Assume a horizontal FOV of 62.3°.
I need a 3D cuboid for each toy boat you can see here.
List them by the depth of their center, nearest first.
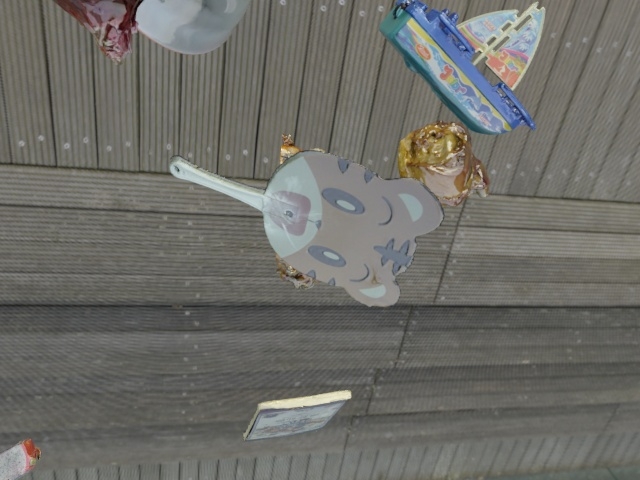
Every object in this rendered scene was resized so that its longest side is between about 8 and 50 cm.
[{"bbox_3d":[0.144,-0.157,0.449,0.175,0.091,0.110,37,110,-26],"label":"toy boat"}]

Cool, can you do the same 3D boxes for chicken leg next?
[{"bbox_3d":[0.173,-0.091,0.696,0.087,0.251,0.108,0,89,29],"label":"chicken leg"}]

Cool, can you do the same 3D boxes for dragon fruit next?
[{"bbox_3d":[-0.519,0.378,0.905,0.083,0.060,0.056,-33,87,-7],"label":"dragon fruit"}]

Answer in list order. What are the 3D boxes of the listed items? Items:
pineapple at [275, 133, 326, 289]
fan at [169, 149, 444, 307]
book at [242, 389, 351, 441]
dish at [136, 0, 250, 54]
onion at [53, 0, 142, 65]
[{"bbox_3d":[0.006,0.000,0.864,0.158,0.161,0.335,5,144,-3],"label":"pineapple"},{"bbox_3d":[-0.024,-0.024,0.431,0.226,0.008,0.153,22,138,7],"label":"fan"},{"bbox_3d":[-0.048,0.319,0.945,0.157,0.026,0.231,-3,150,-17],"label":"book"},{"bbox_3d":[-0.119,-0.321,0.508,0.085,0.260,0.260,-2,126,27],"label":"dish"},{"bbox_3d":[-0.134,-0.199,0.294,0.159,0.159,0.195,-2,121,-12],"label":"onion"}]
